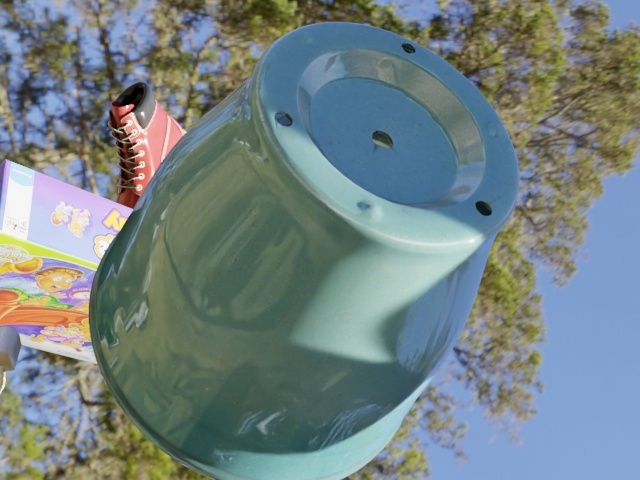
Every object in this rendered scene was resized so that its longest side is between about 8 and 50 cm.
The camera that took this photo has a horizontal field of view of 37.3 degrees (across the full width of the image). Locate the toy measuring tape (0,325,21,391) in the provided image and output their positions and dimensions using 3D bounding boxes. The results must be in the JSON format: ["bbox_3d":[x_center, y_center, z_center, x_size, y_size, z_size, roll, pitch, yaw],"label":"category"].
[{"bbox_3d":[-0.367,0.185,0.782,0.121,0.121,0.330,42,-68,17],"label":"toy measuring tape"}]

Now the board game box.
[{"bbox_3d":[-0.247,0.050,1.031,0.233,0.347,0.078,-27,-126,38],"label":"board game box"}]

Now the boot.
[{"bbox_3d":[-0.291,-0.108,1.425,0.088,0.176,0.244,7,-115,22],"label":"boot"}]

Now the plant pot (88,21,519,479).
[{"bbox_3d":[0.000,0.000,0.666,0.272,0.271,0.255,49,-42,13],"label":"plant pot"}]
